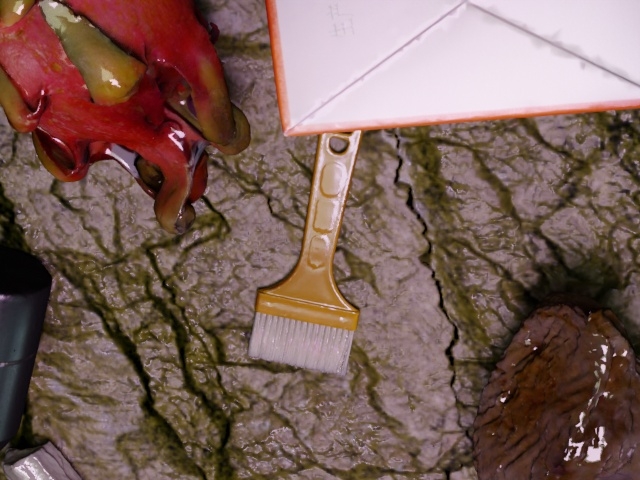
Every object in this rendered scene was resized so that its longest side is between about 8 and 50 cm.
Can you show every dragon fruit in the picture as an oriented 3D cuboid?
[{"bbox_3d":[-0.188,-0.172,1.369,0.227,0.243,0.307,-35,143,-6],"label":"dragon fruit"}]

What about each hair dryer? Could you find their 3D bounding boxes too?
[{"bbox_3d":[-0.428,0.101,1.547,0.302,0.116,0.244,22,110,10],"label":"hair dryer"}]

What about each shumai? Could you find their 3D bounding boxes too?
[{"bbox_3d":[0.258,0.157,1.472,0.185,0.184,0.218,6,100,-33],"label":"shumai"}]

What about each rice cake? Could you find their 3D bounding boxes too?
[{"bbox_3d":[-0.234,0.310,1.615,0.057,0.052,0.256,-25,107,44],"label":"rice cake"}]

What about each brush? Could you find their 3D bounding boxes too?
[{"bbox_3d":[0.000,0.000,1.501,0.103,0.013,0.272,12,109,2],"label":"brush"}]

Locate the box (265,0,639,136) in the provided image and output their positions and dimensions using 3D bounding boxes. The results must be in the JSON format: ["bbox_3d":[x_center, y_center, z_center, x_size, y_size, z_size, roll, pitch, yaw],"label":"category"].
[{"bbox_3d":[0.116,-0.291,1.260,0.318,0.257,0.349,-5,109,9],"label":"box"}]
